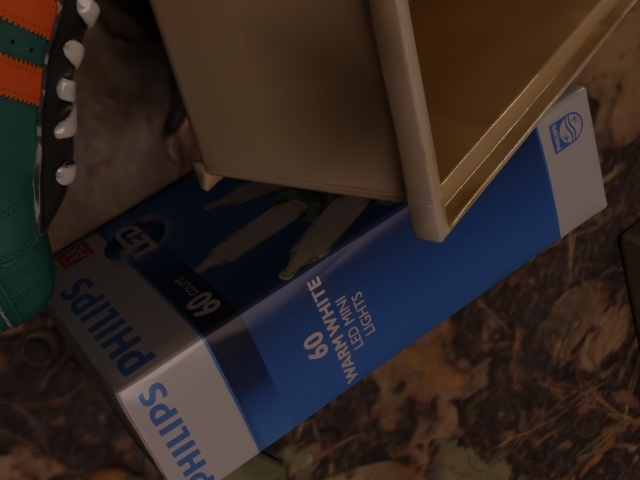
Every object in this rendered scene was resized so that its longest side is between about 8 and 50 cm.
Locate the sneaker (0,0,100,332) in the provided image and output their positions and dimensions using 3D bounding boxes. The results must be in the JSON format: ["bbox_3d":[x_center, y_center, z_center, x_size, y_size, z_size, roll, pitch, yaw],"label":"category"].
[{"bbox_3d":[-0.125,-0.105,0.389,0.121,0.108,0.302,-15,116,-23],"label":"sneaker"}]

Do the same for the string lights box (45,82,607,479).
[{"bbox_3d":[0.000,0.000,0.501,0.260,0.133,0.077,-33,125,-18],"label":"string lights box"}]

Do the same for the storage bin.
[{"bbox_3d":[0.034,-0.185,0.401,0.260,0.123,0.262,-46,132,-40],"label":"storage bin"}]

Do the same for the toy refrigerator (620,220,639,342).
[{"bbox_3d":[0.322,0.090,0.777,0.102,0.094,0.269,-33,125,-17],"label":"toy refrigerator"}]
